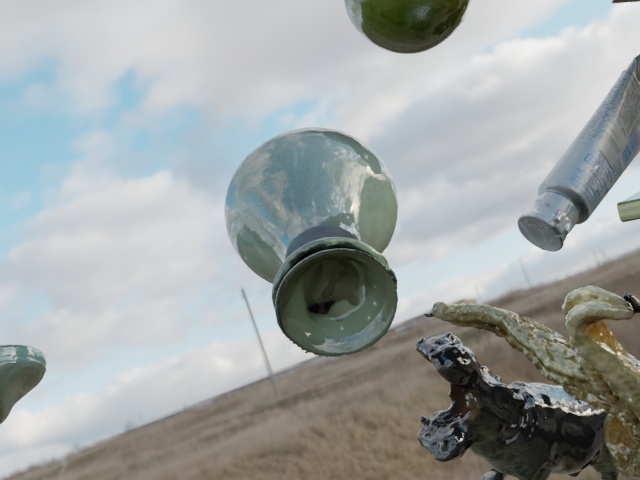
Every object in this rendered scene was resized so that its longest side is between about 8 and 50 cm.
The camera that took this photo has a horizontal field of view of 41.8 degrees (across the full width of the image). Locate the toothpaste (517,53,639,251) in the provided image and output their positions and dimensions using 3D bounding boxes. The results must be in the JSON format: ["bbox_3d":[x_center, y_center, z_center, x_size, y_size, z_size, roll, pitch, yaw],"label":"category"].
[{"bbox_3d":[0.367,-0.112,1.102,0.299,0.114,0.073,-48,29,-21],"label":"toothpaste"}]

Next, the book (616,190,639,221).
[{"bbox_3d":[0.512,-0.080,0.986,0.264,0.027,0.202,-15,4,43],"label":"book"}]

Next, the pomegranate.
[{"bbox_3d":[0.081,-0.302,0.933,0.210,0.179,0.179,-1,-13,-11],"label":"pomegranate"}]

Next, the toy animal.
[{"bbox_3d":[0.233,0.222,0.970,0.343,0.168,0.106,19,4,-32],"label":"toy animal"}]

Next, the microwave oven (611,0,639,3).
[{"bbox_3d":[0.538,-0.556,1.060,0.374,0.432,0.236,-1,3,16],"label":"microwave oven"}]

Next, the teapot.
[{"bbox_3d":[0.000,0.000,0.814,0.183,0.183,0.251,-21,26,2],"label":"teapot"}]

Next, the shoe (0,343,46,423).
[{"bbox_3d":[-0.408,0.192,0.890,0.251,0.100,0.103,-19,-24,-22],"label":"shoe"}]

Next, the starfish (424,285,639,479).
[{"bbox_3d":[0.266,0.144,0.762,0.082,0.432,0.324,-52,25,-4],"label":"starfish"}]
